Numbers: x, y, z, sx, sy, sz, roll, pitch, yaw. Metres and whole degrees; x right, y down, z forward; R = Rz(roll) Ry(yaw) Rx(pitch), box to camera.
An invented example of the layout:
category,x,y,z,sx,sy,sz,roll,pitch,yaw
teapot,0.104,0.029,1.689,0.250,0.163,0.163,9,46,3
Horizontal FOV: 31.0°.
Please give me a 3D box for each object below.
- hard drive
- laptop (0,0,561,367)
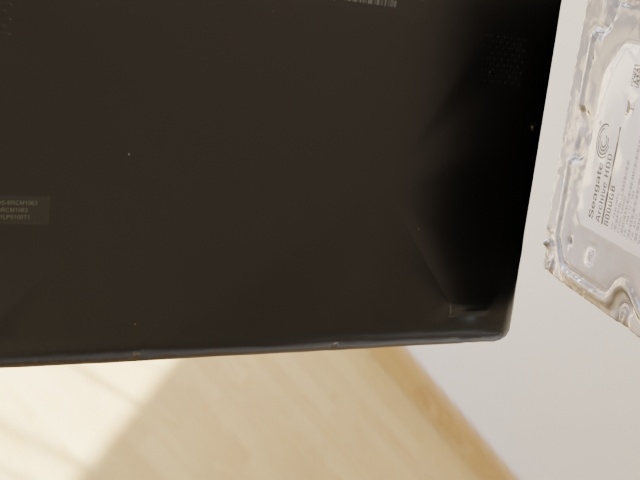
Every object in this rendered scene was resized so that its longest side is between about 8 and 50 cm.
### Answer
category,x,y,z,sx,sy,sz,roll,pitch,yaw
hard drive,0.246,-0.048,0.746,0.064,0.237,0.339,6,13,-11
laptop,-0.078,-0.160,0.662,0.382,0.408,0.236,0,12,-32
